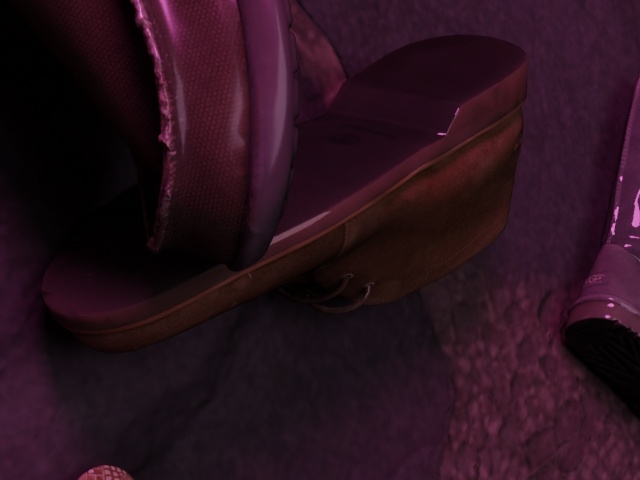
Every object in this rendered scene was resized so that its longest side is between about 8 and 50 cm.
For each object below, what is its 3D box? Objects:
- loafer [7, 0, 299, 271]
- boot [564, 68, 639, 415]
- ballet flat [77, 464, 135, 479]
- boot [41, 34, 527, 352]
[{"bbox_3d":[-0.116,-0.147,0.682,0.130,0.134,0.366,-17,73,-18],"label":"loafer"},{"bbox_3d":[0.246,0.013,1.037,0.189,0.076,0.208,45,48,-30],"label":"boot"},{"bbox_3d":[-0.086,0.201,0.686,0.073,0.067,0.206,13,73,-39],"label":"ballet flat"},{"bbox_3d":[0.000,0.000,0.789,0.305,0.112,0.115,-28,126,-36],"label":"boot"}]
